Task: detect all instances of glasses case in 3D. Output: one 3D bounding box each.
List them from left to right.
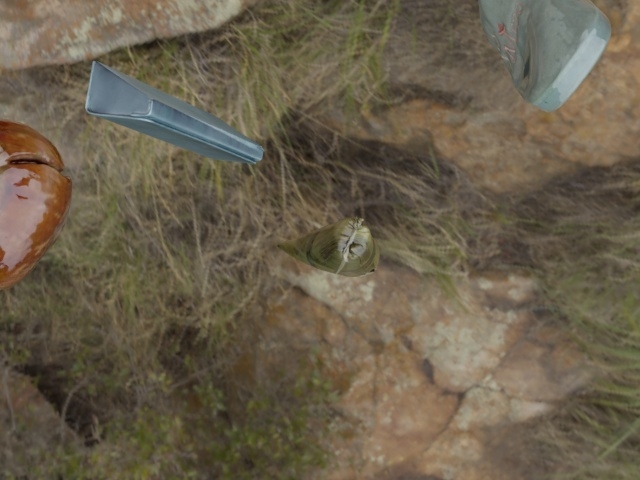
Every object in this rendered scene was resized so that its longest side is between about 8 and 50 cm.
[{"bbox_3d":[-0.176,-0.140,1.135,0.056,0.105,0.266,-58,156,8],"label":"glasses case"}]

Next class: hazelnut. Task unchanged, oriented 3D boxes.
[{"bbox_3d":[-0.291,-0.031,0.817,0.143,0.143,0.154,17,76,-31],"label":"hazelnut"}]

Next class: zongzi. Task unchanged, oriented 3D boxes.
[{"bbox_3d":[0.000,0.000,0.685,0.076,0.083,0.040,58,46,-72],"label":"zongzi"}]

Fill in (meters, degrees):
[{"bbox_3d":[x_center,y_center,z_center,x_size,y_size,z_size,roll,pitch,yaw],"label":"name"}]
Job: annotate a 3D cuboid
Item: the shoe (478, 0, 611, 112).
[{"bbox_3d":[0.143,-0.160,0.661,0.078,0.195,0.079,26,118,-11],"label":"shoe"}]
